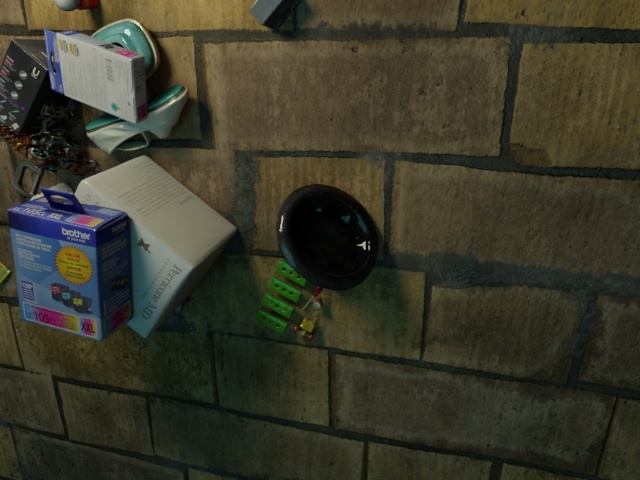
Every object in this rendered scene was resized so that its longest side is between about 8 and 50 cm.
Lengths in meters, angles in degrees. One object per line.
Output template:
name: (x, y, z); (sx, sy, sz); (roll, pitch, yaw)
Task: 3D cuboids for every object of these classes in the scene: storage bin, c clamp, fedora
storage bin: (-0.122, -0.624, 1.397); (0.098, 0.091, 0.135); (46, 116, -5)
c clamp: (-1.016, -0.214, 1.848); (0.137, 0.022, 0.161); (39, 115, -2)
fedora: (0.000, 0.000, 1.551); (0.334, 0.334, 0.152); (54, 150, -8)

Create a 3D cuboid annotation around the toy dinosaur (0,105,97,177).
toy dinosaur: (-0.840, -0.289, 1.626); (0.218, 0.321, 0.165); (-33, 78, 25)

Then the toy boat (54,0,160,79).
toy boat: (-0.636, -0.582, 1.527); (0.267, 0.148, 0.318); (-26, 102, 23)

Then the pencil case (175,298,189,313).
pencil case: (-0.538, 0.187, 1.845); (0.151, 0.064, 0.070); (40, 132, -3)

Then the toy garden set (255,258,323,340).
toy garden set: (-0.081, 0.203, 1.734); (0.203, 0.049, 0.244); (27, 115, 6)

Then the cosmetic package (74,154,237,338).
cosmetic package: (-0.545, 0.007, 1.633); (0.393, 0.327, 0.329); (38, 116, -2)

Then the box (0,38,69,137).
box: (-0.890, -0.468, 1.633); (0.143, 0.165, 0.270); (41, 116, 0)

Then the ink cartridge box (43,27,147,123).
ink cartridge box: (-0.628, -0.466, 1.473); (0.310, 0.065, 0.186); (21, 128, 13)

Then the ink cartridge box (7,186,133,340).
ink cartridge box: (-0.670, 0.043, 1.422); (0.269, 0.151, 0.396); (11, 111, 11)

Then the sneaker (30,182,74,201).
sneaker: (-0.895, -0.035, 1.804); (0.108, 0.169, 0.293); (-9, 109, 17)

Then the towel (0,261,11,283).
towel: (-1.309, 0.064, 2.044); (0.102, 0.021, 0.237); (-39, 95, 19)

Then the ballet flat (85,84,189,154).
ballet flat: (-0.537, -0.360, 1.612); (0.399, 0.139, 0.139); (-13, 107, 24)
